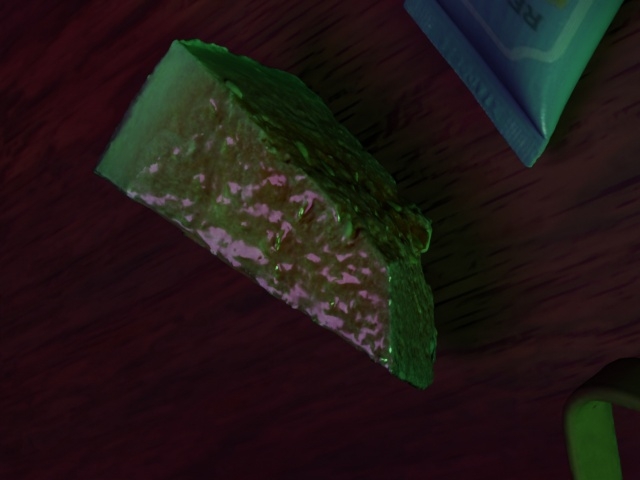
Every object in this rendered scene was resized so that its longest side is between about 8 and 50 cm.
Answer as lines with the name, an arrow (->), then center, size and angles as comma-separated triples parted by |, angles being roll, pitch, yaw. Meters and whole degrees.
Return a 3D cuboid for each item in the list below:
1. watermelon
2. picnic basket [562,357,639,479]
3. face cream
watermelon -> 0.000, 0.000, 1.146 | 0.256, 0.193, 0.140 | 42, 103, 36
picnic basket -> 0.242, 0.215, 0.823 | 0.254, 0.291, 0.321 | 16, 130, 47
face cream -> 0.150, -0.201, 0.925 | 0.136, 0.086, 0.385 | 55, 144, 19
